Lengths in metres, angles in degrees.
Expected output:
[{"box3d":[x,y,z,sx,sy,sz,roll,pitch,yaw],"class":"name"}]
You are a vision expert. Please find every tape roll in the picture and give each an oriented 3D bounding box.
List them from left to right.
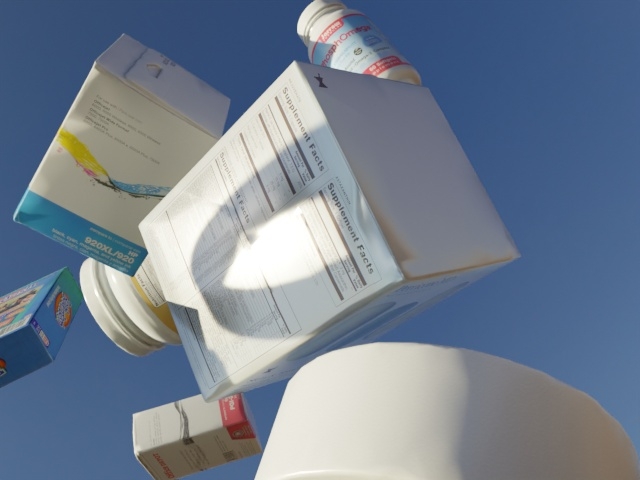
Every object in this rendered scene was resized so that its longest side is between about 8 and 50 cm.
[{"box3d":[0.091,0.200,0.502,0.286,0.100,0.286,11,-40,10],"class":"tape roll"}]

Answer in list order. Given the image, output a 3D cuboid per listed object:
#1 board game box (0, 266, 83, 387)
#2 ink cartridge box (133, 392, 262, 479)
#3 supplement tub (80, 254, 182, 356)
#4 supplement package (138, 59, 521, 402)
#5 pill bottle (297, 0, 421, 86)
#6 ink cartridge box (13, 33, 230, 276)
[{"box3d":[-0.347,0.106,0.690,0.160,0.210,0.047,-26,-73,-5],"class":"board game box"},{"box3d":[-0.240,0.383,1.288,0.217,0.092,0.159,-17,-41,-6],"class":"ink cartridge box"},{"box3d":[-0.205,0.031,1.074,0.316,0.228,0.228,-31,-44,9],"class":"supplement tub"},{"box3d":[0.000,0.000,0.627,0.199,0.198,0.262,-6,-25,-49],"class":"supplement package"},{"box3d":[0.040,-0.212,0.765,0.087,0.160,0.087,-28,-27,-16],"class":"pill bottle"},{"box3d":[-0.250,-0.113,0.852,0.168,0.171,0.233,30,-67,-19],"class":"ink cartridge box"}]
